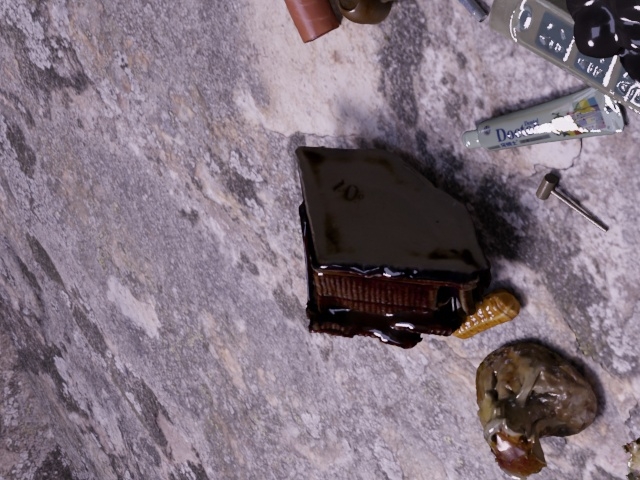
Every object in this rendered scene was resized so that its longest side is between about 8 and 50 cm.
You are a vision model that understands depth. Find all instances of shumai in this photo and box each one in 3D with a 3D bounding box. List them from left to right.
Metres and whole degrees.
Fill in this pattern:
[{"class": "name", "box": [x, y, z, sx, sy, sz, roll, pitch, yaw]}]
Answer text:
[{"class": "shumai", "box": [0.301, 0.256, 1.658, 0.209, 0.153, 0.161, 11, 132, 42]}]

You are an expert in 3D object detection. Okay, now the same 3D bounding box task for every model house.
[{"class": "model house", "box": [0.107, 0.037, 1.703, 0.317, 0.297, 0.282, 3, 139, 9]}]

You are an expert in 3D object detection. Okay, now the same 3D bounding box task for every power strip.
[{"class": "power strip", "box": [0.323, -0.234, 1.325, 0.286, 0.048, 0.080, 38, 142, 23]}]

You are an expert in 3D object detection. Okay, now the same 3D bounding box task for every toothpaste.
[{"class": "toothpaste", "box": [0.189, -0.321, 1.447, 0.083, 0.015, 0.024, 51, 147, 18]}, {"class": "toothpaste", "box": [0.284, -0.153, 1.447, 0.255, 0.037, 0.067, -8, 110, 49]}]

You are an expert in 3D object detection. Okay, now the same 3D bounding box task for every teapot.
[{"class": "teapot", "box": [0.078, -0.345, 1.521, 0.110, 0.080, 0.085, -2, 95, 36]}]

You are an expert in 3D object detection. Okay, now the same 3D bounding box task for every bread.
[{"class": "bread", "box": [0.248, 0.115, 1.694, 0.052, 0.044, 0.157, 51, 147, -2]}]

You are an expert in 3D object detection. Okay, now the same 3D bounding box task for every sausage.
[{"class": "sausage", "box": [-0.033, -0.381, 1.631, 0.065, 0.065, 0.169, -14, 105, 54]}]

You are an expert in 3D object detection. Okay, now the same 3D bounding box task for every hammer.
[{"class": "hammer", "box": [0.342, -0.046, 1.481, 0.110, 0.019, 0.035, 38, 142, 16]}]

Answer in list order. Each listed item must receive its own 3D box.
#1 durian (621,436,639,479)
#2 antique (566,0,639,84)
[{"class": "durian", "box": [0.538, 0.336, 1.436, 0.196, 0.185, 0.305, -9, 116, 33]}, {"class": "antique", "box": [0.388, -0.269, 1.038, 0.322, 0.255, 0.185, 3, 122, 52]}]
